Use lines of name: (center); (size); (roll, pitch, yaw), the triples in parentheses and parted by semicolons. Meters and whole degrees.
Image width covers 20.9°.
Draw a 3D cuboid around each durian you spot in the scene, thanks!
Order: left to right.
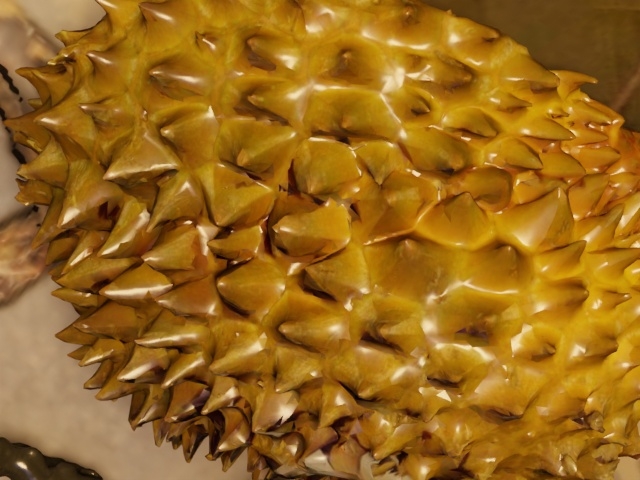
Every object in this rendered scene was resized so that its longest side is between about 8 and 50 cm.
durian: (-0.002, 0.012, 0.572); (0.250, 0.183, 0.138); (10, 68, 22)

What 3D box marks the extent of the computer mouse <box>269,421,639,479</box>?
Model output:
computer mouse: (0.057, 0.133, 0.671); (0.236, 0.082, 0.145); (-26, 105, 0)

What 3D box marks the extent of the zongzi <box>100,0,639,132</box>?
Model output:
zongzi: (0.092, -0.171, 0.572); (0.300, 0.145, 0.274); (11, 99, 2)

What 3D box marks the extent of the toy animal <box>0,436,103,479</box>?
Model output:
toy animal: (-0.129, 0.140, 0.677); (0.065, 0.047, 0.135); (29, 98, -15)
